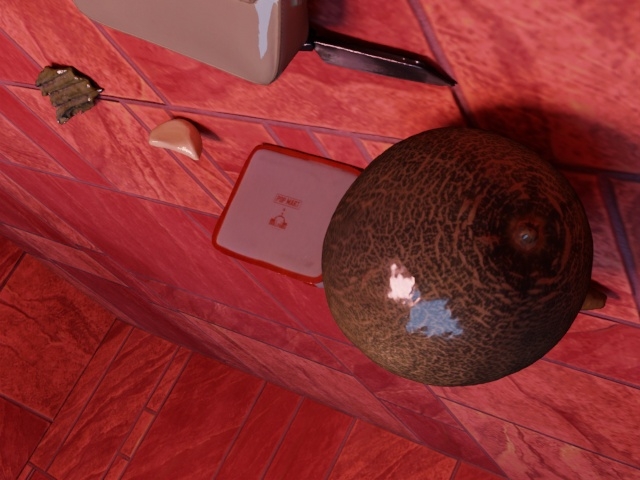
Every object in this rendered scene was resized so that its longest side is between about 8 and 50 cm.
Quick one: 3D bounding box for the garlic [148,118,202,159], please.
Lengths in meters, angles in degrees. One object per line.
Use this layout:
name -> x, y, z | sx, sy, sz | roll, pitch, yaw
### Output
garlic -> -0.199, -0.144, 1.135 | 0.083, 0.053, 0.041 | 14, 157, 15

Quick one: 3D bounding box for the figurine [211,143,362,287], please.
figurine -> 0.000, 0.000, 1.116 | 0.183, 0.160, 0.226 | 19, 168, 29

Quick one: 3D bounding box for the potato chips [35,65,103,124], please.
potato chips -> -0.400, -0.228, 1.249 | 0.092, 0.028, 0.207 | 39, 157, -25

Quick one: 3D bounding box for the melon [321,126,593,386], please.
melon -> 0.122, 0.020, 0.803 | 0.248, 0.248, 0.329 | 31, 166, -8

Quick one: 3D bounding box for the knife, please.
knife -> 0.021, -0.180, 0.781 | 0.230, 0.028, 0.060 | 18, 171, 20

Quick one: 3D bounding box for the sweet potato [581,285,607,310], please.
sweet potato -> 0.228, 0.054, 1.009 | 0.243, 0.077, 0.077 | 21, 160, 25

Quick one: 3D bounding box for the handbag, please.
handbag -> -0.122, -0.262, 0.695 | 0.256, 0.079, 0.219 | 24, 146, 13
